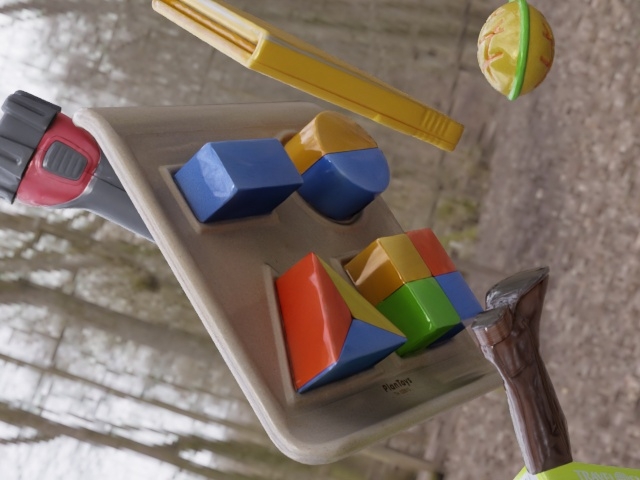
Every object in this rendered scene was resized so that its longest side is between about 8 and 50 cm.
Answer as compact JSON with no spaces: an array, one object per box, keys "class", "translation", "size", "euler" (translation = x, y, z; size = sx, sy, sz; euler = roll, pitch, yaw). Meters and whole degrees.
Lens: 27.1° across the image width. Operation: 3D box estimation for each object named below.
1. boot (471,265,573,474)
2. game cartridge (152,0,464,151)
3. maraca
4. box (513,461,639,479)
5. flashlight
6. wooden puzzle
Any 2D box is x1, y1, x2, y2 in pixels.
[{"class":"boot","translation":[0.141,0.084,0.864],"size":[0.106,0.037,0.114],"euler":[-41,-70,-49]},{"class":"game cartridge","translation":[-0.017,-0.216,1.647],"size":[0.285,0.324,0.052],"euler":[38,103,52]},{"class":"maraca","translation":[0.256,-0.263,1.748],"size":[0.185,0.099,0.127],"euler":[-86,5,-49]},{"class":"box","translation":[0.205,0.217,0.995],"size":[0.109,0.178,0.042],"euler":[-58,37,30]},{"class":"flashlight","translation":[-0.167,-0.030,1.232],"size":[0.103,0.304,0.103],"euler":[-57,11,37]},{"class":"wooden puzzle","translation":[0.000,0.000,1.107],"size":[0.080,0.347,0.322],"euler":[-45,-18,30]}]
